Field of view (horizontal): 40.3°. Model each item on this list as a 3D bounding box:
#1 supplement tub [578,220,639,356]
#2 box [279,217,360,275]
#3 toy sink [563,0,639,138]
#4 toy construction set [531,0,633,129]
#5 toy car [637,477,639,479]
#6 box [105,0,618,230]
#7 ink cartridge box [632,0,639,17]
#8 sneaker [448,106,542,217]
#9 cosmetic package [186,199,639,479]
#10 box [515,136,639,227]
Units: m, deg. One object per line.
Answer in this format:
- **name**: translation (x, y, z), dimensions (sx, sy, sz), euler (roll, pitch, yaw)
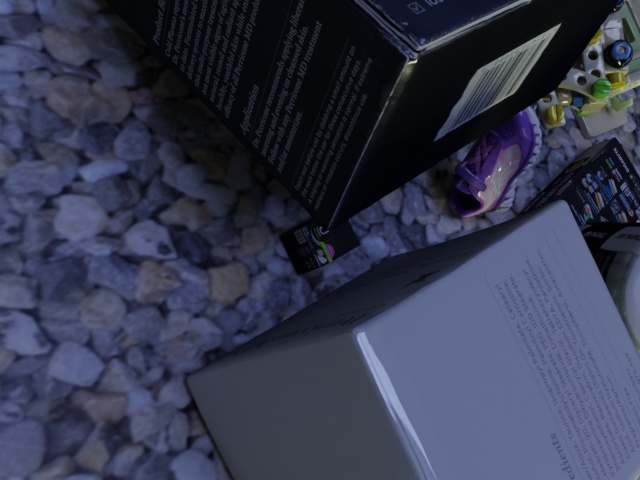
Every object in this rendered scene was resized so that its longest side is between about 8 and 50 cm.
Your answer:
- **supplement tub**: translation (0.451, 0.068, 1.280), dimensions (0.194, 0.316, 0.193), euler (0, 93, -11)
- **box**: translation (0.000, 0.000, 1.174), dimensions (0.083, 0.052, 0.062), euler (-28, 94, -41)
- **toy sink**: translation (0.546, -0.333, 1.653), dimensions (0.153, 0.131, 0.234), euler (-22, 90, -39)
- **toy construction set**: translation (0.416, -0.345, 1.493), dimensions (0.215, 0.151, 0.327), euler (-4, 94, 1)
- **toy car**: translation (0.514, 0.348, 1.394), dimensions (0.210, 0.219, 0.237), euler (33, 86, -25)
- **box**: translation (0.054, -0.347, 1.046), dimensions (0.480, 0.297, 0.471), euler (-32, 71, -34)
- **ink cartridge box**: translation (0.801, -0.538, 1.831), dimensions (0.396, 0.151, 0.269), euler (-27, 98, -37)
- **sneaker**: translation (0.253, -0.116, 1.318), dimensions (0.105, 0.236, 0.095), euler (-21, 55, -24)
- **cosmetic package**: translation (0.135, 0.196, 1.032), dimensions (0.394, 0.329, 0.327), euler (-27, 93, -41)
- **box**: translation (0.510, 0.006, 1.550), dimensions (0.293, 0.073, 0.295), euler (-38, 98, -36)
